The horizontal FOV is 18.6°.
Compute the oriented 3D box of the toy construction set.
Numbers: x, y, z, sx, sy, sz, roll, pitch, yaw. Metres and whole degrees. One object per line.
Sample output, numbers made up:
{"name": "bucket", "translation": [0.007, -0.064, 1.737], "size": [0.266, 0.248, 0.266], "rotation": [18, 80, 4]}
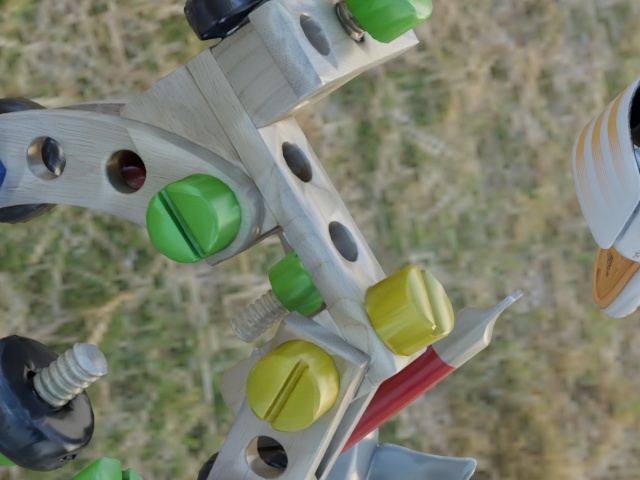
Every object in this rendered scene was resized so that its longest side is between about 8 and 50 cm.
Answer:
{"name": "toy construction set", "translation": [0.000, 0.000, 0.886], "size": [0.309, 0.237, 0.257], "rotation": [20, 38, -55]}

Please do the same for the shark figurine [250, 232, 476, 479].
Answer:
{"name": "shark figurine", "translation": [-0.018, 0.065, 1.070], "size": [0.116, 0.166, 0.278], "rotation": [-10, 93, -64]}

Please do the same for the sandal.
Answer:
{"name": "sandal", "translation": [0.188, -0.028, 1.207], "size": [0.076, 0.265, 0.102], "rotation": [8, 59, -6]}
